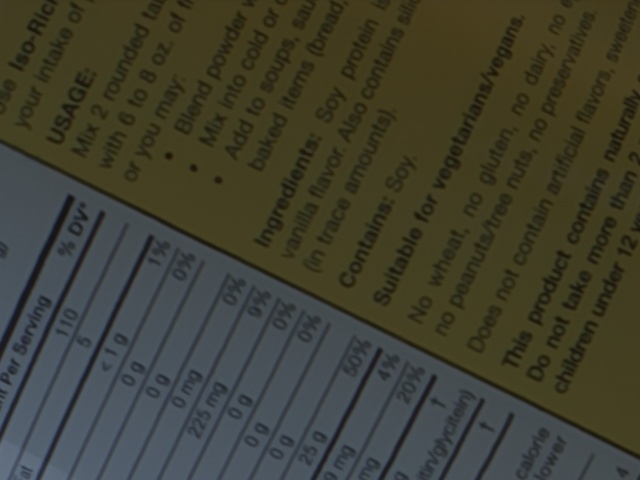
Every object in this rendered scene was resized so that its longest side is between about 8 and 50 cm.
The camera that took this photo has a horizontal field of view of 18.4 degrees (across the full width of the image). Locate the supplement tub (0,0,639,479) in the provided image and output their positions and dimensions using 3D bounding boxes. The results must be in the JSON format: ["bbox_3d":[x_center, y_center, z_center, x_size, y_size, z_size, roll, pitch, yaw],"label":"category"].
[{"bbox_3d":[0.000,0.000,0.459,0.241,0.331,0.241,-64,0,0],"label":"supplement tub"}]
